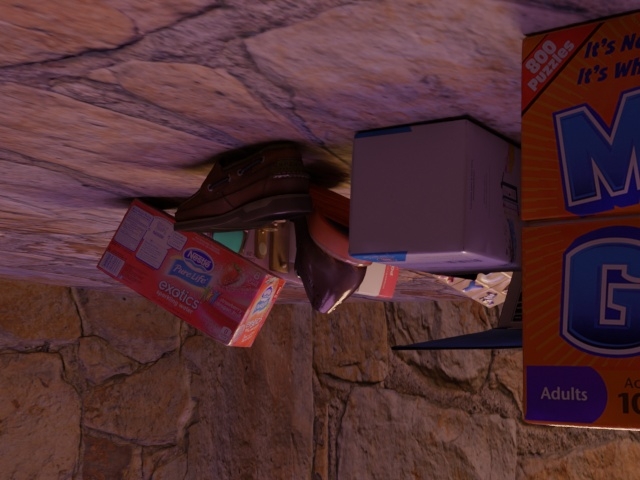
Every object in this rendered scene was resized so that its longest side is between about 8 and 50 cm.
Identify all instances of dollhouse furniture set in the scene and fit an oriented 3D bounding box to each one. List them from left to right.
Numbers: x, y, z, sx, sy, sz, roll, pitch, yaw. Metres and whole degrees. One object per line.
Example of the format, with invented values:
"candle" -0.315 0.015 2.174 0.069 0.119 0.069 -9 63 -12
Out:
"dollhouse furniture set" -0.040 -0.012 1.684 0.151 0.123 0.144 -4 170 32

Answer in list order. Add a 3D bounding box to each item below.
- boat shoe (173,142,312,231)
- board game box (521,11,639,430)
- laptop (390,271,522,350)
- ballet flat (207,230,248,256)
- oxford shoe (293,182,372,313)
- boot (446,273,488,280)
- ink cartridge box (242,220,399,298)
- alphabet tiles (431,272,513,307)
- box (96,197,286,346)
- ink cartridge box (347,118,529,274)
"boat shoe" -0.118 -0.072 1.385 0.111 0.104 0.307 -3 175 -42
"board game box" 0.428 -0.004 0.863 0.357 0.356 0.356 -6 169 39
"laptop" 0.369 0.030 1.357 0.382 0.407 0.236 -8 142 46
"ballet flat" -0.184 -0.002 1.994 0.079 0.076 0.222 20 -176 37
"oxford shoe" 0.000 0.000 1.423 0.130 0.132 0.363 22 -166 -8
"boot" 0.207 -0.016 1.465 0.084 0.161 0.246 6 174 -13
"ink cartridge box" 0.006 0.036 1.904 0.207 0.117 0.283 11 178 33
"alphabet tiles" 0.393 0.037 1.787 0.285 0.011 0.343 29 140 -28
"box" -0.237 0.062 1.730 0.300 0.154 0.142 28 180 15
"ink cartridge box" 0.172 -0.048 1.250 0.171 0.168 0.233 -4 170 34
